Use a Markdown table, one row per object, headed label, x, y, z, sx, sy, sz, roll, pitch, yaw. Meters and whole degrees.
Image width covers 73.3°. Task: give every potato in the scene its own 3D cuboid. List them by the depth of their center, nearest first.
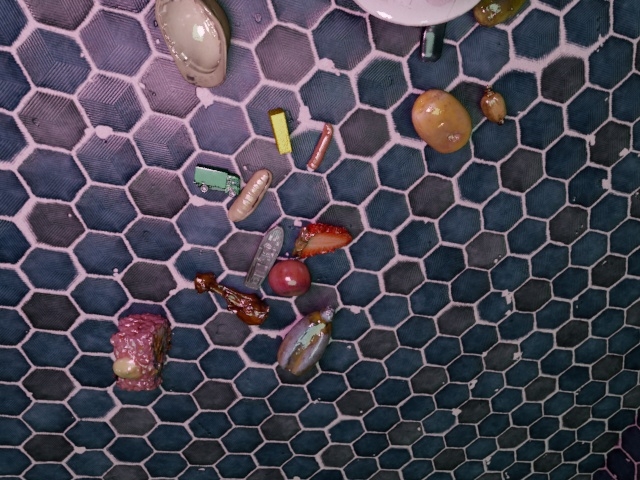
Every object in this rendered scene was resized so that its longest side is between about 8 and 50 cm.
| label | x | y | z | sx | sy | sz | roll | pitch | yaw |
| --- | --- | --- | --- | --- | --- | --- | --- | --- | --- |
| potato | 0.550 | -0.729 | 1.274 | 0.225 | 0.090 | 0.117 | -42 | 109 | 2 |
| potato | 0.392 | -0.383 | 1.380 | 0.151 | 0.145 | 0.234 | -12 | 145 | 45 |

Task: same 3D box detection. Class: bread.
| label | x | y | z | sx | sy | sz | roll | pitch | yaw |
| --- | --- | --- | --- | --- | --- | --- | --- | --- | --- |
| bread | -0.230 | -0.141 | 1.421 | 0.073 | 0.053 | 0.214 | 32 | 105 | -26 |

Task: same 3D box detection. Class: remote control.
| label | x | y | z | sx | sy | sz | roll | pitch | yaw |
| --- | --- | --- | --- | --- | --- | --- | --- | --- | --- |
| remote control | 0.345 | -0.655 | 1.294 | 0.072 | 0.042 | 0.221 | 0 | 114 | -8 |

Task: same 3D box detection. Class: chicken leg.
| label | x | y | z | sx | sy | sz | roll | pitch | yaw |
| --- | --- | --- | --- | --- | --- | --- | --- | --- | --- |
| chicken leg | -0.320 | 0.203 | 1.555 | 0.305 | 0.093 | 0.113 | 35 | 86 | -15 |

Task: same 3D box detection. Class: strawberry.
| label | x | y | z | sx | sy | sz | roll | pitch | yaw |
| --- | --- | --- | --- | --- | --- | --- | --- | --- | --- |
| strawberry | -0.004 | -0.004 | 1.524 | 0.208 | 0.086 | 0.167 | 2 | 138 | -39 |

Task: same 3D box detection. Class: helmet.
| label | x | y | z | sx | sy | sz | roll | pitch | yaw |
| --- | --- | --- | --- | --- | --- | --- | --- | --- | --- |
| helmet | -0.313 | -0.563 | 1.163 | 0.204 | 0.137 | 0.257 | 12 | 137 | 23 |

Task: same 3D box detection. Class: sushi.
| label | x | y | z | sx | sy | sz | roll | pitch | yaw |
| --- | --- | --- | --- | --- | --- | --- | --- | --- | --- |
| sushi | -0.631 | 0.386 | 1.496 | 0.171 | 0.236 | 0.269 | 8 | 117 | -6 |

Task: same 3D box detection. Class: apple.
| label | x | y | z | sx | sy | sz | roll | pitch | yaw |
| --- | --- | --- | --- | --- | --- | --- | --- | --- | --- |
| apple | -0.109 | 0.132 | 1.524 | 0.154 | 0.119 | 0.153 | -5 | 160 | -2 |

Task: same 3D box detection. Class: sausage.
| label | x | y | z | sx | sy | sz | roll | pitch | yaw |
| --- | --- | --- | --- | --- | --- | --- | --- | --- | --- |
| sausage | 0.003 | -0.304 | 1.397 | 0.042 | 0.036 | 0.157 | -1 | 121 | -49 |

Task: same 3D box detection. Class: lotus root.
| label | x | y | z | sx | sy | sz | roll | pitch | yaw |
| --- | --- | --- | --- | --- | --- | --- | --- | --- | --- |
| lotus root | 0.571 | -0.447 | 1.424 | 0.072 | 0.063 | 0.151 | -16 | 127 | 27 |
| lotus root | -0.041 | 0.372 | 1.657 | 0.158 | 0.140 | 0.322 | 35 | 99 | 2 |

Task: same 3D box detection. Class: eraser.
| label | x | y | z | sx | sy | sz | roll | pitch | yaw |
| --- | --- | --- | --- | --- | --- | --- | --- | --- | --- |
| eraser | -0.124 | -0.337 | 1.324 | 0.045 | 0.097 | 0.122 | -16 | 117 | -6 |

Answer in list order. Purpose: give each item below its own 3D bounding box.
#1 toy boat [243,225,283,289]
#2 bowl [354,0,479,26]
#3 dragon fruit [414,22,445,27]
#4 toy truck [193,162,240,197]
| label | x | y | z | sx | sy | sz | roll | pitch | yaw |
| --- | --- | --- | --- | --- | --- | --- | --- | --- | --- |
| toy boat | -0.194 | 0.061 | 1.503 | 0.078 | 0.085 | 0.260 | 22 | 109 | -19 |
| bowl | 0.246 | -0.763 | 1.023 | 0.436 | 0.196 | 0.433 | 0 | 81 | -1 |
| dragon fruit | 0.262 | -0.689 | 1.193 | 0.183 | 0.182 | 0.188 | -2 | 85 | -10 |
| toy truck | -0.326 | -0.189 | 1.373 | 0.147 | 0.065 | 0.079 | 11 | 109 | -14 |
